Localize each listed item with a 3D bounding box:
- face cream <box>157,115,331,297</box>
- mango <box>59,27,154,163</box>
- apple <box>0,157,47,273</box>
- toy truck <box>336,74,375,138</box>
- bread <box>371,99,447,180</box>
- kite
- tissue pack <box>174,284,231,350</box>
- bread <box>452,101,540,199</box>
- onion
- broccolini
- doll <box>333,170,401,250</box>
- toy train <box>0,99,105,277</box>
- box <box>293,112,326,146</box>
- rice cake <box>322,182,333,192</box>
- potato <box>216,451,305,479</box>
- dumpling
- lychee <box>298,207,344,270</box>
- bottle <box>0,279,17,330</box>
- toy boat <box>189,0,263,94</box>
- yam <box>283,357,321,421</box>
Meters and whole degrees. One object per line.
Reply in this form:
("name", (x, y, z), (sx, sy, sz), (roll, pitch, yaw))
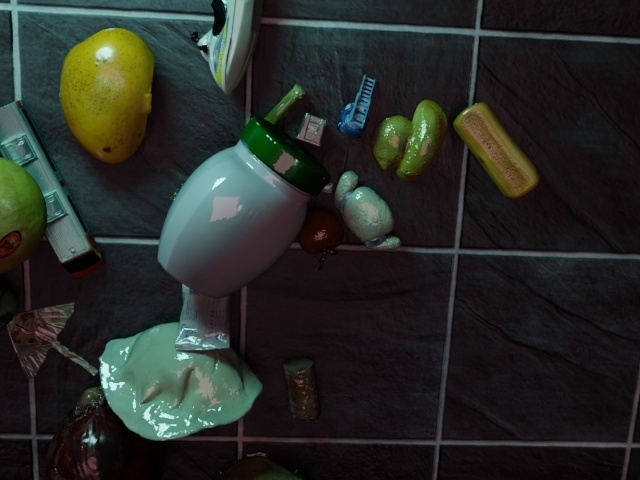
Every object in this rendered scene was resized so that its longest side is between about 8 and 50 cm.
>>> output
("face cream", (-0.164, -0.060, 1.591), (0.357, 0.312, 0.219), (-50, 60, 11))
("mango", (-0.449, -0.299, 1.584), (0.190, 0.160, 0.291), (4, 113, -11))
("apple", (-0.683, -0.056, 1.542), (0.260, 0.194, 0.261), (12, 120, 23))
("toy truck", (0.084, -0.294, 1.664), (0.063, 0.074, 0.136), (20, 61, -10))
("bread", (0.201, -0.231, 1.684), (0.149, 0.065, 0.188), (30, 102, -5))
("kite", (-0.631, 0.242, 1.777), (0.250, 0.012, 0.229), (34, 101, -12))
("tissue pack", (-0.260, 0.163, 1.703), (0.122, 0.193, 0.026), (2, 141, -3))
("bread", (0.395, -0.205, 1.694), (0.092, 0.074, 0.239), (-35, 103, 22))
("onion", (-0.490, 0.500, 1.752), (0.280, 0.281, 0.221), (30, 144, -10))
("broccolini", (-0.184, -0.200, 1.658), (0.078, 0.074, 0.392), (40, 100, -19))
("doll", (0.105, -0.059, 1.714), (0.103, 0.071, 0.214), (-37, 100, 5))
("toy train", (-0.602, -0.103, 1.654), (0.086, 0.089, 0.410), (-24, 104, -3))
("box", (-0.021, -0.243, 1.657), (0.060, 0.085, 0.063), (17, 94, -6))
("rice cake", (-0.031, -0.129, 1.715), (0.121, 0.021, 0.022), (10, 108, -4))
("potato", (-0.135, 0.687, 1.802), (0.300, 0.237, 0.289), (34, 100, -11))
("dumpling", (-0.310, 0.327, 1.729), (0.320, 0.212, 0.270), (-14, 68, 14))
("lychee", (-0.003, -0.004, 1.701), (0.114, 0.101, 0.140), (2, 90, -47))
("bottle", (-0.819, 0.068, 1.643), (0.168, 0.168, 0.347), (-39, 106, 6))
("toy boat", (-0.191, -0.449, 1.569), (0.140, 0.141, 0.270), (21, 104, -8))
("yam", (-0.043, 0.360, 1.809), (0.079, 0.079, 0.141), (-8, 103, -2))
